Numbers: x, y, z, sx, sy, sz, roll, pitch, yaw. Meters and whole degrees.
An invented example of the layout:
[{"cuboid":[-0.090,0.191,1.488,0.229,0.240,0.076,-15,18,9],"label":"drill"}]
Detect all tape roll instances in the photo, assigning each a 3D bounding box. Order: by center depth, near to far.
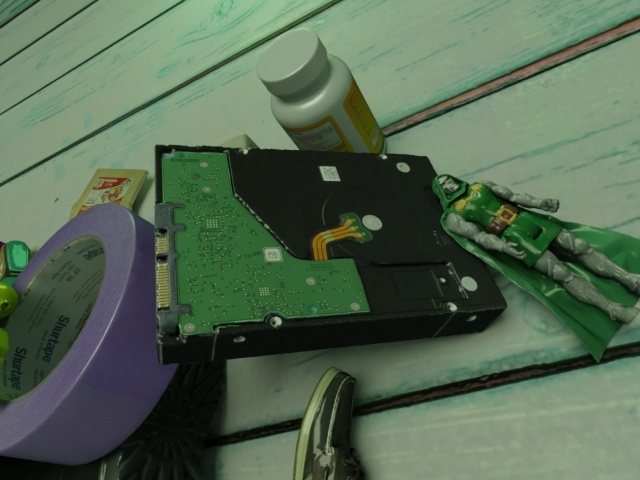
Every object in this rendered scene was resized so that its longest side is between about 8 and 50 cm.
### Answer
[{"cuboid":[-0.267,0.096,0.514,0.275,0.090,0.274,-20,51,26],"label":"tape roll"}]

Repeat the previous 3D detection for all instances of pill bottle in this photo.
[{"cuboid":[0.004,-0.177,0.632,0.118,0.208,0.117,-14,56,23],"label":"pill bottle"}]

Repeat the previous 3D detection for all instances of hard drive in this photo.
[{"cuboid":[0.000,0.000,0.495,0.339,0.064,0.237,-2,51,-20],"label":"hard drive"}]

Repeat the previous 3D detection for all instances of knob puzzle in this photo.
[{"cuboid":[-0.443,-0.059,0.938,0.213,0.030,0.213,-14,56,22],"label":"knob puzzle"}]

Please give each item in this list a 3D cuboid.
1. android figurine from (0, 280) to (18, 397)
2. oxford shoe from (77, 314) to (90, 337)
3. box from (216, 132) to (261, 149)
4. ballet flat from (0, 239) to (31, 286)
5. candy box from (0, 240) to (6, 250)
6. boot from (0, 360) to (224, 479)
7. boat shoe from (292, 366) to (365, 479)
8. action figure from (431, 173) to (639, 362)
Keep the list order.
[{"cuboid":[-0.425,0.146,0.483,0.273,0.056,0.248,11,65,33],"label":"android figurine"},{"cuboid":[-0.415,0.114,0.683,0.123,0.130,0.348,-35,20,22],"label":"oxford shoe"},{"cuboid":[-0.106,-0.002,0.631,0.127,0.148,0.232,-24,54,17],"label":"box"},{"cuboid":[-0.630,0.089,0.946,0.067,0.073,0.206,-55,42,27],"label":"ballet flat"},{"cuboid":[-0.793,0.116,0.999,0.233,0.071,0.159,-39,49,11],"label":"candy box"},{"cuboid":[-0.351,0.290,0.620,0.445,0.146,0.367,-26,41,26],"label":"boot"},{"cuboid":[0.012,0.246,0.463,0.073,0.080,0.223,6,71,27],"label":"boat shoe"},{"cuboid":[0.212,-0.004,0.473,0.232,0.063,0.137,35,70,25],"label":"action figure"}]
